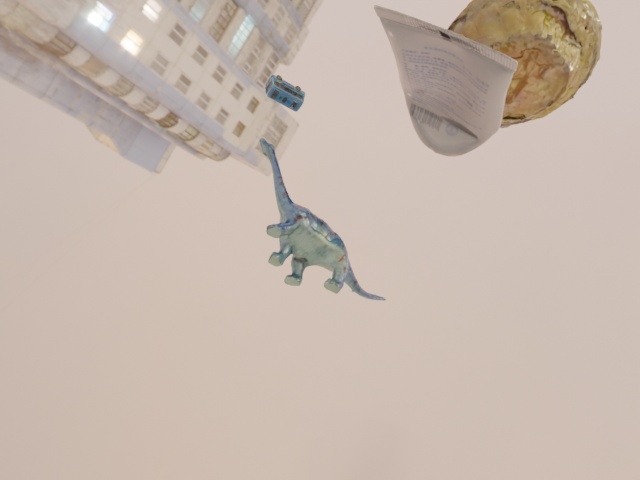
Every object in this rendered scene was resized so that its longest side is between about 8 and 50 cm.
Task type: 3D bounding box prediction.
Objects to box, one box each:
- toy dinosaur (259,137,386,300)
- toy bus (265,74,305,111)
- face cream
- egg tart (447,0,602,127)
[{"bbox_3d":[-0.018,0.007,0.650,0.076,0.144,0.329,-30,-76,38],"label":"toy dinosaur"},{"bbox_3d":[-0.076,-0.313,0.940,0.038,0.083,0.046,-40,-143,45],"label":"toy bus"},{"bbox_3d":[0.237,-0.273,0.830,0.234,0.420,0.137,34,-85,19],"label":"face cream"},{"bbox_3d":[0.430,-0.380,0.977,0.351,0.352,0.150,-6,-136,23],"label":"egg tart"}]
